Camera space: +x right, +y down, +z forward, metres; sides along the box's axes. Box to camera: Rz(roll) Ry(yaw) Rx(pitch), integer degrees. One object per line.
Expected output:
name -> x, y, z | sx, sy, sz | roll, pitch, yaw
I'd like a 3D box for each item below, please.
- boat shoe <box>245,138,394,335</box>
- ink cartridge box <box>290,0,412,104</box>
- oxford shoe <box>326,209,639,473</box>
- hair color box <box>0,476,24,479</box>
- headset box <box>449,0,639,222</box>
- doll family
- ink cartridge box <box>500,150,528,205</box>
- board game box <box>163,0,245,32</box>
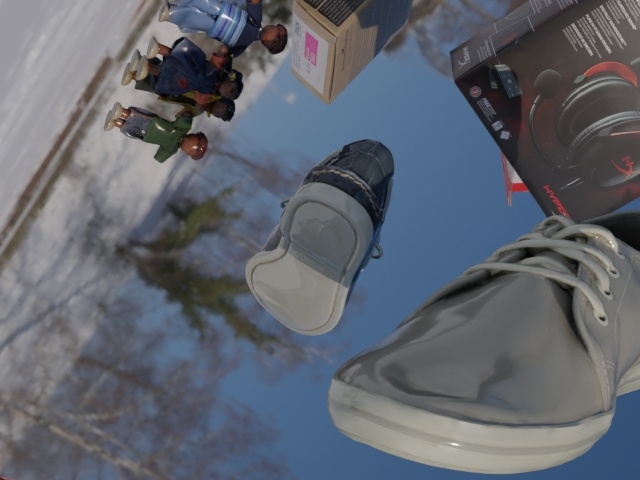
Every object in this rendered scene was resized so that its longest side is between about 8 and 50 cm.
boat shoe -> 0.000, 0.000, 0.950 | 0.079, 0.095, 0.254 | -54, 172, -27
ink cartridge box -> 0.049, -0.332, 1.719 | 0.193, 0.088, 0.234 | -46, 170, -14
oxford shoe -> 0.152, 0.052, 0.812 | 0.449, 0.169, 0.130 | -13, 117, -54
hair color box -> -0.132, 0.164, 0.454 | 0.141, 0.043, 0.072 | -59, 158, -5
headset box -> 0.313, -0.173, 1.197 | 0.293, 0.218, 0.110 | -31, -160, 17
doll family -> -0.105, -0.144, 1.023 | 0.193, 0.111, 0.076 | -45, -148, 48
ink cartridge box -> 0.262, -0.150, 1.413 | 0.231, 0.078, 0.134 | 81, 5, -64
board game box -> -0.098, -0.442, 1.266 | 0.319, 0.318, 0.066 | -30, 177, 25
